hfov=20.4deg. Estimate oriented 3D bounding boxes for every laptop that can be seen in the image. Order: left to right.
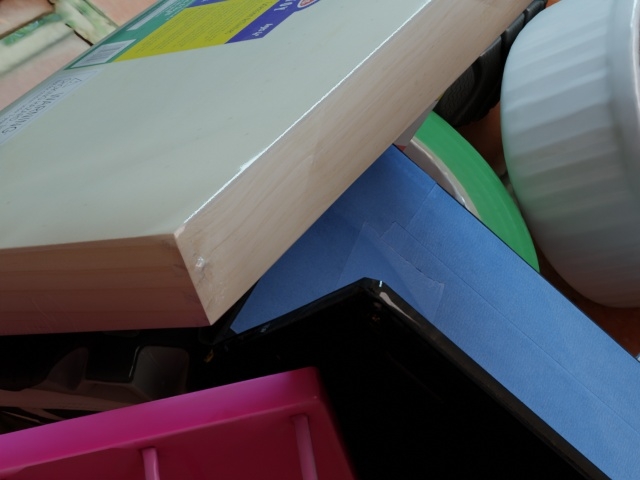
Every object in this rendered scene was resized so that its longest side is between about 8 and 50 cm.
[{"bbox_3d":[0.159,0.095,0.924,0.382,0.408,0.236,40,71,-8],"label":"laptop"}]

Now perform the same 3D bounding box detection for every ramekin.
[{"bbox_3d":[0.259,-0.078,1.392,0.277,0.135,0.277,22,61,-46],"label":"ramekin"}]

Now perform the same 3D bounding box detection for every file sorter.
[{"bbox_3d":[-0.111,0.210,0.799,0.290,0.202,0.182,-13,56,4],"label":"file sorter"}]

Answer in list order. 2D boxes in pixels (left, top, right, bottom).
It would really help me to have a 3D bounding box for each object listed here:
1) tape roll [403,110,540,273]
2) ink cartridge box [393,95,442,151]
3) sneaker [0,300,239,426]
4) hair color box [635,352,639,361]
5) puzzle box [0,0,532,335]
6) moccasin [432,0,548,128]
[{"bbox_3d":[0.000,0.000,1.262,0.321,0.077,0.321,19,44,-19],"label":"tape roll"},{"bbox_3d":[0.051,-0.151,1.229,0.067,0.198,0.115,10,47,-26],"label":"ink cartridge box"},{"bbox_3d":[-0.155,0.070,1.078,0.330,0.146,0.122,12,62,7],"label":"sneaker"},{"bbox_3d":[0.225,0.191,1.187,0.174,0.105,0.347,41,36,12],"label":"hair color box"},{"bbox_3d":[-0.065,-0.073,1.002,0.409,0.272,0.052,-45,121,-46],"label":"puzzle box"},{"bbox_3d":[0.122,-0.220,1.510,0.147,0.139,0.380,24,44,4],"label":"moccasin"}]
